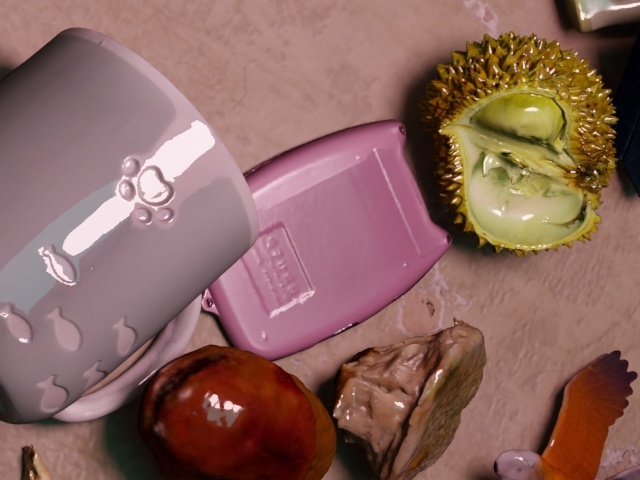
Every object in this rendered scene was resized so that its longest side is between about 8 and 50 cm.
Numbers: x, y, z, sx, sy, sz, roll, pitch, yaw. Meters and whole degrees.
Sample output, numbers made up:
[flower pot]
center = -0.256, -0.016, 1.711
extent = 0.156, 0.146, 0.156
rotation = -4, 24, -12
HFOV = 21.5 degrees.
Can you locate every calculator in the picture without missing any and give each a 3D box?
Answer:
[calculator]
center = 0.001, 0.000, 1.717
extent = 0.294, 0.043, 0.194
rotation = -29, 103, -25

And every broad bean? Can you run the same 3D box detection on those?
[broad bean]
center = -0.075, 0.188, 1.609
extent = 0.228, 0.122, 0.156
rotation = 42, 78, -38

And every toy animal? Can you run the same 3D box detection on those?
[toy animal]
center = 0.290, 0.309, 1.851
extent = 0.302, 0.225, 0.284
rotation = -20, 119, -15

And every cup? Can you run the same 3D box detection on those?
[cup]
center = -0.228, 0.031, 1.498
extent = 0.274, 0.259, 0.356
rotation = -42, 139, -22

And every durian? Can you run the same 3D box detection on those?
[durian]
center = 0.209, -0.108, 1.751
extent = 0.176, 0.200, 0.237
rotation = -71, 144, -51

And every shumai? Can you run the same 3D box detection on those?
[shumai]
center = 0.080, 0.159, 1.721
extent = 0.120, 0.201, 0.201
rotation = 29, 70, 17

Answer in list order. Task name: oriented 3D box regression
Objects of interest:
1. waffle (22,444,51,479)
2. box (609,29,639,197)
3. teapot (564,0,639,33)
[waffle]
center = -0.270, 0.277, 1.568
extent = 0.097, 0.023, 0.152
rotation = -32, 105, -27
[box]
center = 0.470, -0.185, 1.816
extent = 0.279, 0.261, 0.116
rotation = -18, 67, -11
[teapot]
center = 0.430, -0.353, 1.908
extent = 0.239, 0.322, 0.239
rotation = 17, 54, -68
